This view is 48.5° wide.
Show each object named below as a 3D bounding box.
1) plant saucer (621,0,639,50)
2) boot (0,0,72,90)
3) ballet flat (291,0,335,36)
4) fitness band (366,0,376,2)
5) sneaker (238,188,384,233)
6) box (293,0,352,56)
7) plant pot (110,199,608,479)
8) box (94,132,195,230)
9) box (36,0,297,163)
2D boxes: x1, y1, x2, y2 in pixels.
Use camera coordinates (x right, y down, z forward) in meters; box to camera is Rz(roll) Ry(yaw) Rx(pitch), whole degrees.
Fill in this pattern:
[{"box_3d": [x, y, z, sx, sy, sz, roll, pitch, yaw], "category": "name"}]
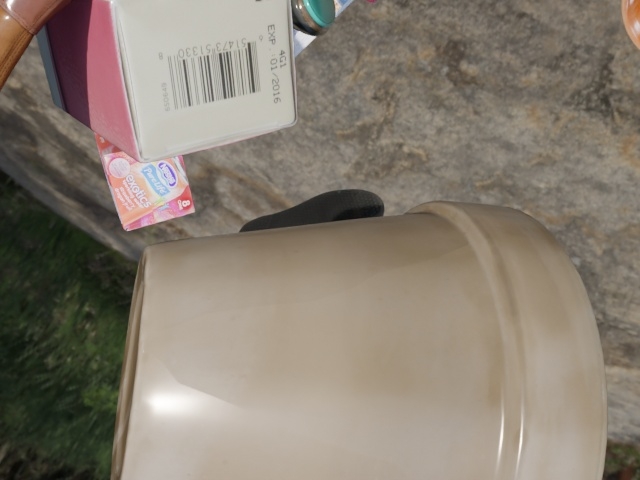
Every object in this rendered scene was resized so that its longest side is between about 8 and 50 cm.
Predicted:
[{"box_3d": [0.151, -0.088, 0.250, 0.084, 0.013, 0.083, 15, 154, 7], "category": "plant saucer"}, {"box_3d": [-0.304, -0.183, 0.519, 0.264, 0.280, 0.096, 33, 180, 10], "category": "boot"}, {"box_3d": [-0.023, -0.337, 0.932, 0.096, 0.280, 0.095, -17, 128, 26], "category": "ballet flat"}, {"box_3d": [0.164, -0.755, 1.817, 0.054, 0.290, 0.209, 18, -173, 2], "category": "fitness band"}, {"box_3d": [-0.001, -0.001, 1.286, 0.270, 0.090, 0.145, -15, 141, 13], "category": "sneaker"}, {"box_3d": [-0.038, -0.452, 1.353, 0.114, 0.203, 0.103, 42, -172, -27], "category": "box"}, {"box_3d": [-0.005, 0.113, 0.543, 0.281, 0.322, 0.323, 7, 163, -16], "category": "plant pot"}, {"box_3d": [-0.360, -0.144, 1.434, 0.300, 0.142, 0.154, -140, 38, -64], "category": "box"}, {"box_3d": [-0.144, -0.169, 0.625, 0.232, 0.149, 0.126, 31, 133, 49], "category": "box"}]
